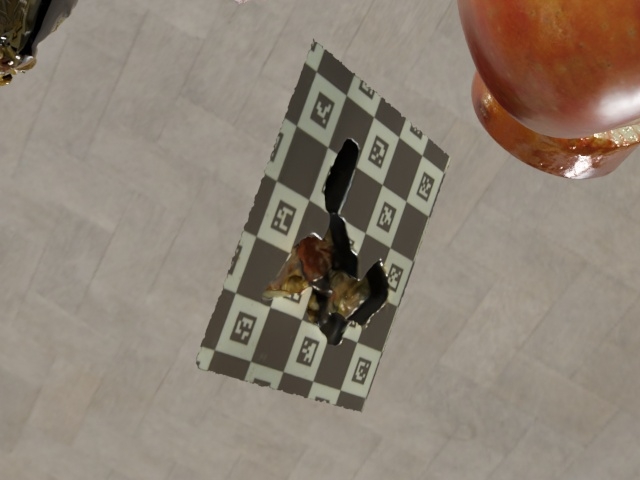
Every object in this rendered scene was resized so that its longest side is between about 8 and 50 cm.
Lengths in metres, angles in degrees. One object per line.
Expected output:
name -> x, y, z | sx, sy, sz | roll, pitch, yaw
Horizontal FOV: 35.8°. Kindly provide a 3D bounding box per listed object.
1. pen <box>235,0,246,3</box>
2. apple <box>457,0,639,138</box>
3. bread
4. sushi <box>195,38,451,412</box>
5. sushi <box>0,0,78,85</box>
pen -> -0.084, -0.501, 1.885 | 0.053, 0.197, 0.032 | 47, 160, 15
apple -> 0.188, -0.175, 0.608 | 0.230, 0.230, 0.230 | 5, 118, 10
bread -> 0.432, -0.254, 1.755 | 0.328, 0.295, 0.114 | 11, 146, -12
sushi -> 0.000, 0.000, 1.157 | 0.064, 0.343, 0.359 | 16, 83, 36
sushi -> -0.357, -0.256, 1.042 | 0.213, 0.200, 0.204 | 40, 152, 39
